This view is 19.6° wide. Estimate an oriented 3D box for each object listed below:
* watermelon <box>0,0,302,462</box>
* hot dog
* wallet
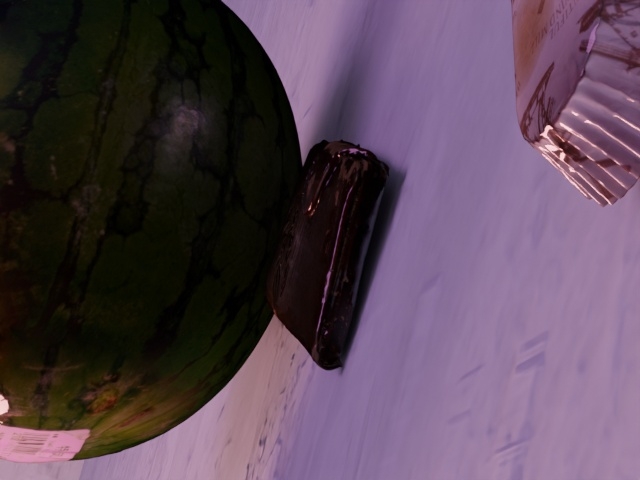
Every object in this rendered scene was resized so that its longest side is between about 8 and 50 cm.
[{"bbox_3d":[-0.175,-0.029,1.270,0.363,0.363,0.363,-163,90,-81],"label":"watermelon"},{"bbox_3d":[0.096,-0.088,0.601,0.192,0.053,0.099,-88,16,-49],"label":"hot dog"},{"bbox_3d":[0.000,0.000,1.095,0.232,0.031,0.122,-138,62,-82],"label":"wallet"}]
